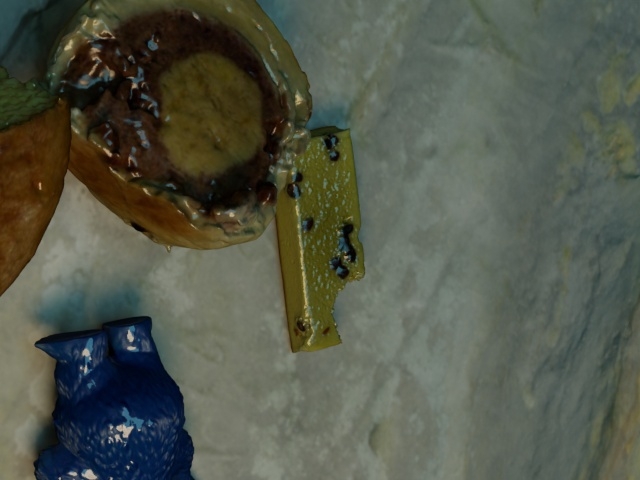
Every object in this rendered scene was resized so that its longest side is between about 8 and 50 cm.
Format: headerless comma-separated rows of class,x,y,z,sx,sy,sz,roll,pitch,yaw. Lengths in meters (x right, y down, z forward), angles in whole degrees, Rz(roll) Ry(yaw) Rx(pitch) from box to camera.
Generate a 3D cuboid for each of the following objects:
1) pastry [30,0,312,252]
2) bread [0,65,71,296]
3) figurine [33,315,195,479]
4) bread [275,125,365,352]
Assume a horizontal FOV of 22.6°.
pastry,-0.144,-0.118,1.480,0.256,0.170,0.237,40,53,-19
bread,-0.365,-0.013,1.306,0.340,0.194,0.179,-30,134,-35
figurine,-0.184,0.199,1.504,0.164,0.120,0.262,-28,111,-30
bread,0.000,0.000,1.641,0.088,0.049,0.226,-14,103,-30
